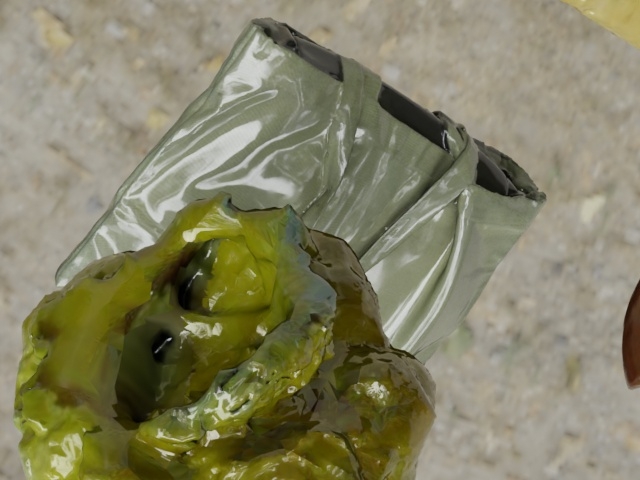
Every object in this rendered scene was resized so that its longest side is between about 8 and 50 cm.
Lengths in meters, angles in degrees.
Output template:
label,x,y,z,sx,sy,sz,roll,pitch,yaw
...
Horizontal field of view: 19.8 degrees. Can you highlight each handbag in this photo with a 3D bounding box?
label,x,y,z,sx,sy,sz,roll,pitch,yaw
handbag,-0.001,-0.004,1.359,0.316,0.109,0.253,27,111,-31

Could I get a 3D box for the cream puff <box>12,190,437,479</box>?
label,x,y,z,sx,sy,sz,roll,pitch,yaw
cream puff,-0.054,0.090,1.094,0.282,0.282,0.185,26,144,0

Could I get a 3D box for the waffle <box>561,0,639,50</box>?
label,x,y,z,sx,sy,sz,roll,pitch,yaw
waffle,0.138,-0.184,0.816,0.274,0.057,0.168,22,116,-38

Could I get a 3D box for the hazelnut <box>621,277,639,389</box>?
label,x,y,z,sx,sy,sz,roll,pitch,yaw
hazelnut,0.247,0.044,0.889,0.170,0.161,0.201,9,172,-26
